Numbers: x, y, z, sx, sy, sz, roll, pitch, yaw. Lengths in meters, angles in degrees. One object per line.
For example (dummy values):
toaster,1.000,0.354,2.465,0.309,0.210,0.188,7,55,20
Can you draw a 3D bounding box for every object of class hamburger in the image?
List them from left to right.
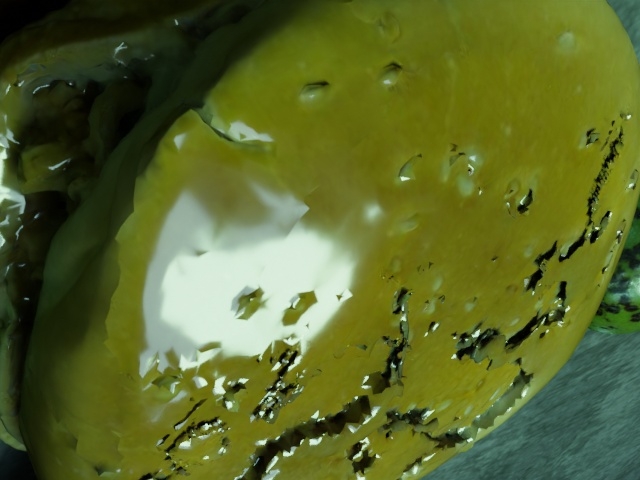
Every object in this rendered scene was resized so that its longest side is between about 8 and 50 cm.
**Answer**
hamburger,-0.005,0.000,0.452,0.304,0.174,0.284,-25,139,-26

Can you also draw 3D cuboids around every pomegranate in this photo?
pomegranate,0.178,0.002,0.690,0.161,0.122,0.122,-3,148,4
